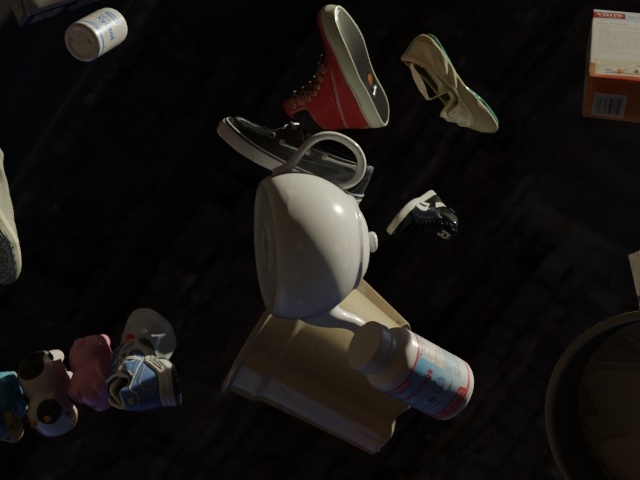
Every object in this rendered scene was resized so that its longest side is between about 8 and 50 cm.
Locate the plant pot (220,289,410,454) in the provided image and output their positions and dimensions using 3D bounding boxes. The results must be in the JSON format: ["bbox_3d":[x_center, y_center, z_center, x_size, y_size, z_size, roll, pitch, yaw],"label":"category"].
[{"bbox_3d":[0.031,0.228,1.701,0.334,0.305,0.334,-56,175,-7],"label":"plant pot"}]

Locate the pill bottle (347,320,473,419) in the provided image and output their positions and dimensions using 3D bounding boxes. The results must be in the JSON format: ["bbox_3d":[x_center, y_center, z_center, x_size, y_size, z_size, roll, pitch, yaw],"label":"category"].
[{"bbox_3d":[0.116,0.166,1.176,0.087,0.160,0.087,-40,-147,34],"label":"pill bottle"}]

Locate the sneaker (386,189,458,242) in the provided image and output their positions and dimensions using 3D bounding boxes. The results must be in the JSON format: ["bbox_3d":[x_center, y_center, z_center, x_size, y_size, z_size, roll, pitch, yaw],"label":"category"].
[{"bbox_3d":[0.246,-0.037,2.055,0.217,0.121,0.079,-34,163,-51],"label":"sneaker"}]

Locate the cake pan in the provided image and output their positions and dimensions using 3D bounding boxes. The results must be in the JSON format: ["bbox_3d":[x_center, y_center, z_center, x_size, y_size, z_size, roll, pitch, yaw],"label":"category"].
[{"bbox_3d":[0.388,0.206,0.972,0.054,0.293,0.293,-23,157,-50],"label":"cake pan"}]

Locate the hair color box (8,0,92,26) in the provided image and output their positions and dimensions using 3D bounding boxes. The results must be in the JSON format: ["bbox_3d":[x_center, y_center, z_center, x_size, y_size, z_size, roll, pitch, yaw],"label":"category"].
[{"bbox_3d":[-0.279,-0.437,1.246,0.347,0.174,0.105,-26,-166,-22],"label":"hair color box"}]

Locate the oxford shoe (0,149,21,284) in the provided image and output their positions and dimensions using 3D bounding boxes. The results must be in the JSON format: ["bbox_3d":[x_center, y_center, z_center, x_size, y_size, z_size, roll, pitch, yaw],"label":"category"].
[{"bbox_3d":[-0.681,-0.078,1.819,0.449,0.169,0.130,90,14,-46],"label":"oxford shoe"}]

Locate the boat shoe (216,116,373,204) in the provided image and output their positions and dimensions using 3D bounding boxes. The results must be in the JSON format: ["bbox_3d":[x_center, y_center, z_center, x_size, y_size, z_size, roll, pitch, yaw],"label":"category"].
[{"bbox_3d":[-0.045,-0.169,1.656,0.102,0.301,0.108,-64,167,17],"label":"boat shoe"}]

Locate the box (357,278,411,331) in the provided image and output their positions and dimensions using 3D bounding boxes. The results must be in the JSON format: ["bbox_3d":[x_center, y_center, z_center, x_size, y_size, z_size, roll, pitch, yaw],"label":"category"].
[{"bbox_3d":[0.100,0.202,2.243,0.121,0.148,0.311,-26,-142,-15],"label":"box"}]

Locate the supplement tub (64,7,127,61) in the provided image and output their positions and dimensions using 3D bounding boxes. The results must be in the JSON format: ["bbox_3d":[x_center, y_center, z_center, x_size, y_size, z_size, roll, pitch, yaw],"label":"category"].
[{"bbox_3d":[-0.394,-0.363,1.594,0.071,0.071,0.107,-53,-176,34],"label":"supplement tub"}]

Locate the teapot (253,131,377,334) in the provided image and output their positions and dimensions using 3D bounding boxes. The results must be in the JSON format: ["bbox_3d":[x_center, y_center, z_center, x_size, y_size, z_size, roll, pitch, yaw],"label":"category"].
[{"bbox_3d":[0.000,0.000,1.452,0.256,0.187,0.253,101,-20,-50],"label":"teapot"}]

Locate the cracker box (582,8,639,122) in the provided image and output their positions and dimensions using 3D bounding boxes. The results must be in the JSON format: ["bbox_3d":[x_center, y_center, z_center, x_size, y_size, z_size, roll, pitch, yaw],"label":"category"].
[{"bbox_3d":[0.458,-0.248,1.289,0.232,0.155,0.067,-66,160,-49],"label":"cracker box"}]

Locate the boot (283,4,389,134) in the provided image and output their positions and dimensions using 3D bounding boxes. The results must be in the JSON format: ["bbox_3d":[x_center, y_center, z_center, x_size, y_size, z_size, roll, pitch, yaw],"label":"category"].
[{"bbox_3d":[-0.003,-0.277,1.528,0.244,0.176,0.088,63,32,-42],"label":"boot"}]

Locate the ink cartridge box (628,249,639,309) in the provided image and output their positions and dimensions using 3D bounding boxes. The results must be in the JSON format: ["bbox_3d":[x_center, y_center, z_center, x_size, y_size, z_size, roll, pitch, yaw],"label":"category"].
[{"bbox_3d":[0.666,0.122,1.662,0.092,0.160,0.220,-30,-124,46],"label":"ink cartridge box"}]

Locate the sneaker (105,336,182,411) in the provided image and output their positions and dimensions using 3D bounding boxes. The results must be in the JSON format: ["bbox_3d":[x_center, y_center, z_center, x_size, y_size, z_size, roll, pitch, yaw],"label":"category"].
[{"bbox_3d":[-0.266,0.188,1.268,0.081,0.080,0.211,-13,-171,-27],"label":"sneaker"}]

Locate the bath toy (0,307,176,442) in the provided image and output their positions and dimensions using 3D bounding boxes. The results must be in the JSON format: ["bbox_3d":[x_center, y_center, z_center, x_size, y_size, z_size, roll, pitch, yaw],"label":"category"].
[{"bbox_3d":[-0.410,0.236,1.557,0.348,0.151,0.129,-25,-179,8],"label":"bath toy"}]

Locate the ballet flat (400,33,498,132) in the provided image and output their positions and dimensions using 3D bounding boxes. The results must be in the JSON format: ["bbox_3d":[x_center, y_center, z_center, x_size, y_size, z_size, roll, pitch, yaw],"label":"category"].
[{"bbox_3d":[0.243,-0.281,1.739,0.086,0.248,0.086,-38,-162,14],"label":"ballet flat"}]
